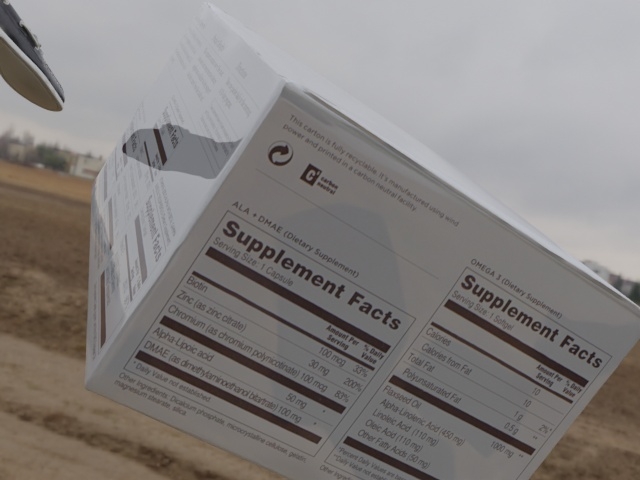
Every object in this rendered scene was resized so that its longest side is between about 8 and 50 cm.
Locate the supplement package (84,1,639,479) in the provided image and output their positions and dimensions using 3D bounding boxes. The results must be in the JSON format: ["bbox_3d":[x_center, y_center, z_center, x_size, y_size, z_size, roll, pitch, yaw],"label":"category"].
[{"bbox_3d":[0.000,0.000,0.468,0.204,0.145,0.262,30,12,-23],"label":"supplement package"}]

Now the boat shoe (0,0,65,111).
[{"bbox_3d":[-0.237,-0.151,0.669,0.046,0.038,0.125,-1,-36,35],"label":"boat shoe"}]
